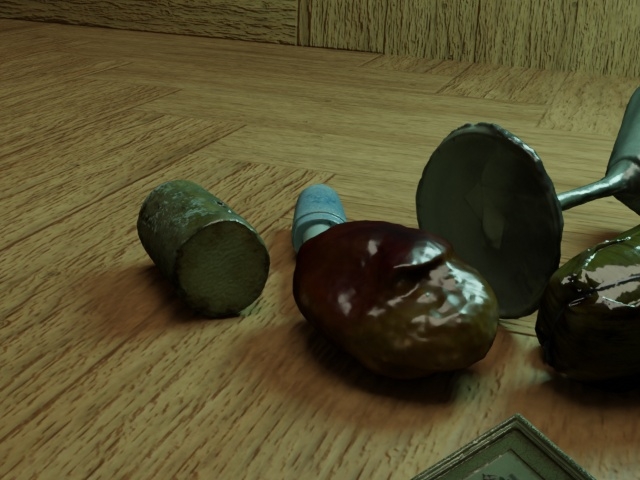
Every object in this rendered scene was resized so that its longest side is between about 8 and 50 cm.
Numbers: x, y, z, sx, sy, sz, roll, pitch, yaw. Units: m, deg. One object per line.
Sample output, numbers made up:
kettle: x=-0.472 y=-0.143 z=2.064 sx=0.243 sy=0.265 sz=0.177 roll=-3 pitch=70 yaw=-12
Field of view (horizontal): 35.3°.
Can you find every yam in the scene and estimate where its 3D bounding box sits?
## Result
yam: x=-0.132 y=0.000 z=1.073 sx=0.107 sy=0.107 sz=0.194 roll=-6 pitch=20 yaw=-23

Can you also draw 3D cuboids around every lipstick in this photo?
lipstick: x=0.000 y=0.000 z=1.156 sx=0.068 sy=0.061 sz=0.274 roll=4 pitch=18 yaw=-3

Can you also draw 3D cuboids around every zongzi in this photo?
zongzi: x=0.373 y=0.096 z=0.879 sx=0.286 sy=0.138 sz=0.300 roll=-24 pitch=58 yaw=-31

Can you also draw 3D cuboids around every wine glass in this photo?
wine glass: x=0.323 y=-0.059 z=1.123 sx=0.406 sy=0.267 sz=0.267 roll=-18 pitch=27 yaw=-33

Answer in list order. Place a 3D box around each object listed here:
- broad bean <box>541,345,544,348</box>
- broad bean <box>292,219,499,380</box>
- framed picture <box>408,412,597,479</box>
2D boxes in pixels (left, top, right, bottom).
broad bean: x=0.280 y=0.077 z=0.995 sx=0.195 sy=0.046 sz=0.061 roll=-17 pitch=38 yaw=-33
broad bean: x=0.064 y=0.051 z=0.929 sx=0.156 sy=0.122 sz=0.228 roll=-6 pitch=17 yaw=-30
framed picture: x=0.107 y=0.197 z=0.578 sx=0.173 sy=0.010 sz=0.231 roll=-30 pitch=27 yaw=-12
